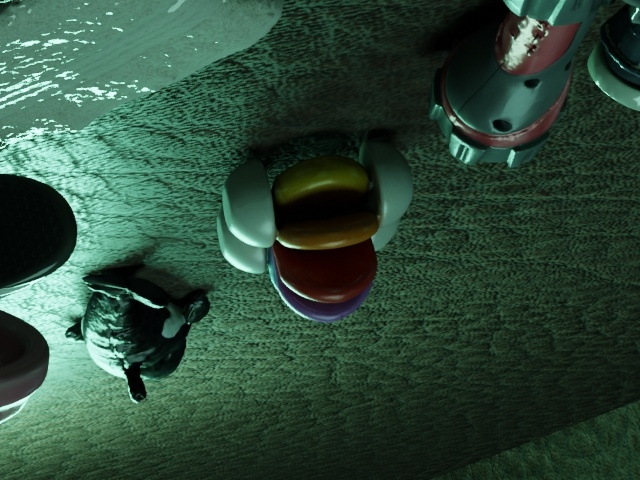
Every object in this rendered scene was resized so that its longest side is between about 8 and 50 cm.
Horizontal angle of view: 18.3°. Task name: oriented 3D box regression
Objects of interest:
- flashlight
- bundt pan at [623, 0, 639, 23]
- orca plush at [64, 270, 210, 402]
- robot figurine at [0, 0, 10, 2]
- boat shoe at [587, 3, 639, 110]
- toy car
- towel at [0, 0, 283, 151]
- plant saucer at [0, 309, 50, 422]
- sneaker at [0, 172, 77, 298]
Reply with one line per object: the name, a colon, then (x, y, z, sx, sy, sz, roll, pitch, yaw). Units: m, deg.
flashlight: (0.141, -0.143, 1.373, 0.103, 0.103, 0.304, 6, 163, -2)
bundt pan: (0.313, -0.235, 1.127, 0.331, 0.124, 0.331, -12, 164, -3)
orca plush: (-0.175, 0.110, 2.028, 0.151, 0.102, 0.287, -9, 164, -14)
robot figurine: (-0.229, -0.178, 0.965, 0.291, 0.085, 0.211, -2, 162, -34)
boat shoe: (0.273, -0.169, 1.335, 0.254, 0.095, 0.079, -27, 153, -38)
toy car: (0.000, 0.000, 1.704, 0.159, 0.136, 0.182, -10, 165, -10)
towel: (-0.186, -0.120, 1.285, 0.282, 0.049, 0.187, -21, 163, 29)
plant saucer: (-0.386, 0.109, 1.589, 0.332, 0.084, 0.332, 7, -169, -1)
sneaker: (-0.273, 0.019, 1.451, 0.270, 0.090, 0.145, -15, 167, 19)
